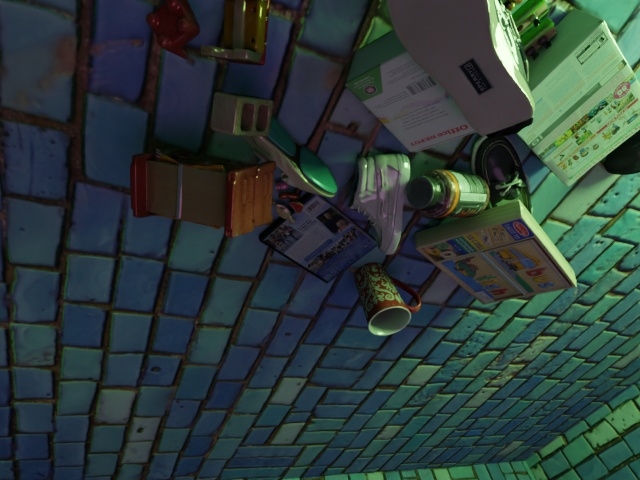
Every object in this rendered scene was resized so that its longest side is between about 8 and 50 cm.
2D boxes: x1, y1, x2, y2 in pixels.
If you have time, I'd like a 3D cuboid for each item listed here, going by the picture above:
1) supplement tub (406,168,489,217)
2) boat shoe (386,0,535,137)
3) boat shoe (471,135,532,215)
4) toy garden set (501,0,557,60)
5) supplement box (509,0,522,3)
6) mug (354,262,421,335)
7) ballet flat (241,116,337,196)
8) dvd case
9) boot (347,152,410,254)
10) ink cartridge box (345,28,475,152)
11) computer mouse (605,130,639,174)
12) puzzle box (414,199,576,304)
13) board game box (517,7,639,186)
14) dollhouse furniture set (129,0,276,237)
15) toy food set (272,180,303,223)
[{"bbox_3d":[0.279,-0.102,0.930,0.197,0.106,0.106,-2,134,-39],"label":"supplement tub"},{"bbox_3d":[0.209,-0.313,0.615,0.127,0.158,0.340,-16,139,36],"label":"boat shoe"},{"bbox_3d":[0.444,-0.127,0.999,0.114,0.091,0.302,-32,132,13],"label":"boat shoe"},{"bbox_3d":[0.303,-0.355,0.744,0.204,0.049,0.244,-40,144,25],"label":"toy garden set"},{"bbox_3d":[0.226,-0.426,0.566,0.188,0.081,0.104,27,121,-17],"label":"supplement box"},{"bbox_3d":[0.169,0.153,1.115,0.150,0.169,0.113,15,125,-28],"label":"mug"},{"bbox_3d":[-0.066,-0.162,0.840,0.086,0.086,0.248,-36,129,16],"label":"ballet flat"},{"bbox_3d":[0.000,0.000,1.031,0.180,0.022,0.253,-39,130,19],"label":"dvd case"},{"bbox_3d":[0.122,-0.077,0.962,0.123,0.095,0.258,-3,123,-6],"label":"boot"},{"bbox_3d":[0.174,-0.268,0.752,0.154,0.093,0.212,-11,144,45],"label":"ink cartridge box"},{"bbox_3d":[0.814,-0.260,1.002,0.188,0.072,0.272,14,125,-27],"label":"computer mouse"},{"bbox_3d":[0.476,0.054,1.122,0.272,0.052,0.409,-21,139,38],"label":"puzzle box"},{"bbox_3d":[0.527,-0.280,0.885,0.303,0.097,0.224,28,119,-32],"label":"board game box"},{"bbox_3d":[-0.182,-0.206,0.697,0.201,0.152,0.374,13,108,16],"label":"dollhouse furniture set"},{"bbox_3d":[-0.082,-0.091,0.910,0.078,0.019,0.122,-41,117,20],"label":"toy food set"}]
